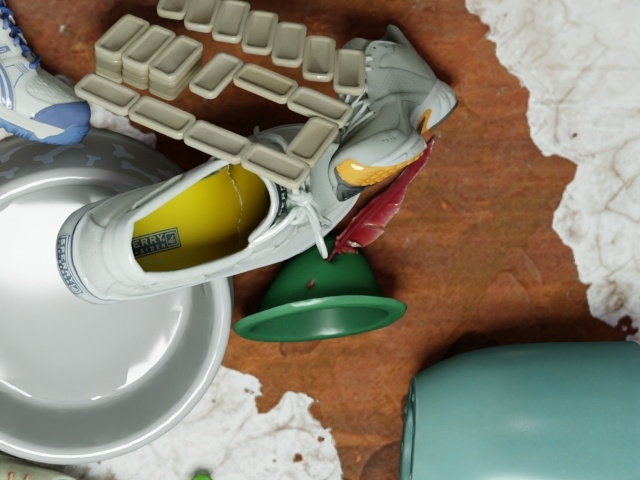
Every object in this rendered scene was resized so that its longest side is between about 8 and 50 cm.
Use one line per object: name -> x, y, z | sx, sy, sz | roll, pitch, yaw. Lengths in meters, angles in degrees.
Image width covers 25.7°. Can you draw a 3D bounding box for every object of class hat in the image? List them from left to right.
hat -> 0.000, 0.000, 1.474 | 0.208, 0.173, 0.183 | 3, 72, -34

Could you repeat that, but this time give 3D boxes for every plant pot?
plant pot -> 0.204, 0.243, 1.480 | 0.235, 0.293, 0.293 | 5, 105, -1

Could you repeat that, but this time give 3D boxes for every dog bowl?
dog bowl -> -0.247, 0.066, 1.409 | 0.349, 0.102, 0.349 | -4, 107, -13

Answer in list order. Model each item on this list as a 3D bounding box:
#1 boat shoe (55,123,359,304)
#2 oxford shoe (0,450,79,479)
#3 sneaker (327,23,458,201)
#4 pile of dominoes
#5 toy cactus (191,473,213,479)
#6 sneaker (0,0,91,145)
boat shoe -> -0.060, -0.037, 1.314 | 0.367, 0.156, 0.136 | -18, 96, -42
oxford shoe -> -0.334, 0.250, 1.392 | 0.397, 0.146, 0.140 | 26, 54, -28
sneaker -> 0.045, -0.130, 1.361 | 0.099, 0.262, 0.121 | -29, 102, 26
pile of dominoes -> -0.086, -0.145, 1.313 | 0.251, 0.196, 0.040 | 24, 141, 15
toy cactus -> -0.133, 0.367, 1.534 | 0.180, 0.112, 0.219 | -15, 118, 2
sneaker -> -0.326, -0.202, 1.306 | 0.296, 0.112, 0.131 | 32, 96, -20
